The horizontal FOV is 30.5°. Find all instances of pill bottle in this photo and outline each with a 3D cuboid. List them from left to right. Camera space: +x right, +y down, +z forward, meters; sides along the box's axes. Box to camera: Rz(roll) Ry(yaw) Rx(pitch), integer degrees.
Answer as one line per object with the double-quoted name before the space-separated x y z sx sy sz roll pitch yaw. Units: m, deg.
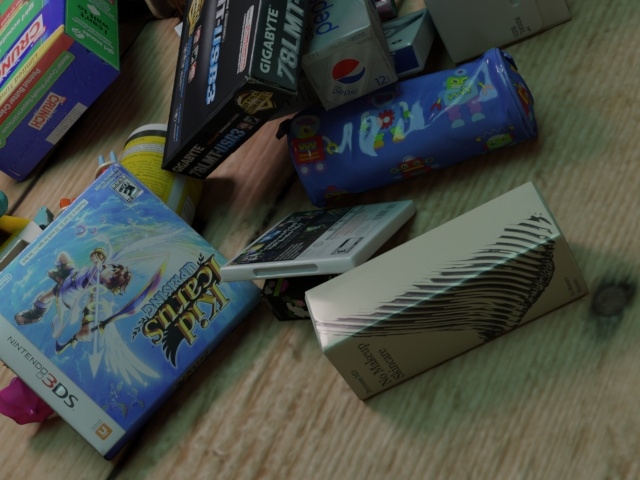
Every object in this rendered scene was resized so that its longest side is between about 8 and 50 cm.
"pill bottle" -0.226 -0.043 1.553 0.119 0.119 0.208 -9 47 25

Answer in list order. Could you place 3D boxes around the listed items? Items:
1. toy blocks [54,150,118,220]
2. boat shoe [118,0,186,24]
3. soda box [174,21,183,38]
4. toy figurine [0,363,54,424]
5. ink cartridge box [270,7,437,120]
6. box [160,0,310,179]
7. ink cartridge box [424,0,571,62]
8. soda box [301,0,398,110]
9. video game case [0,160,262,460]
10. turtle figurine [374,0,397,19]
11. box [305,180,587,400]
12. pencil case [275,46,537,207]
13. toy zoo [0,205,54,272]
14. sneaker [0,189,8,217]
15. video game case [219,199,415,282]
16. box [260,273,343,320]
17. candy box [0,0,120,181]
"toy blocks" -0.325 -0.059 1.678 0.123 0.054 0.148 -28 42 6
"boat shoe" -0.237 -0.408 1.905 0.342 0.123 0.123 1 60 38
"soda box" -0.110 -0.347 1.794 0.216 0.074 0.069 -35 42 0
"toy figurine" -0.363 0.155 1.480 0.173 0.130 0.159 -17 50 50
"ink cartridge box" 0.042 -0.244 1.561 0.223 0.045 0.224 -16 20 19
"box" -0.102 -0.259 1.458 0.293 0.073 0.295 -33 47 59
"ink cartridge box" 0.209 -0.389 1.560 0.168 0.171 0.232 -21 43 15
"soda box" 0.016 -0.291 1.462 0.098 0.091 0.286 -22 41 11
"video game case" -0.247 0.080 1.399 0.244 0.061 0.269 41 77 8
"turtle figurine" -0.016 -0.319 1.685 0.234 0.118 0.175 -16 4 17
"box" 0.132 0.055 1.247 0.275 0.113 0.094 -28 44 9
"pencil case" 0.107 -0.141 1.432 0.306 0.119 0.133 -17 65 17
"toy zoo" -0.484 0.066 1.681 0.192 0.030 0.293 20 64 42
"sneaker" -0.546 -0.048 1.767 0.110 0.107 0.275 -32 24 -25
"video game case" 0.000 0.000 1.379 0.173 0.022 0.190 -5 19 28
"box" -0.018 0.054 1.383 0.083 0.052 0.062 -5 49 28
"candy box" -0.442 -0.296 1.864 0.268 0.122 0.317 -41 38 24
